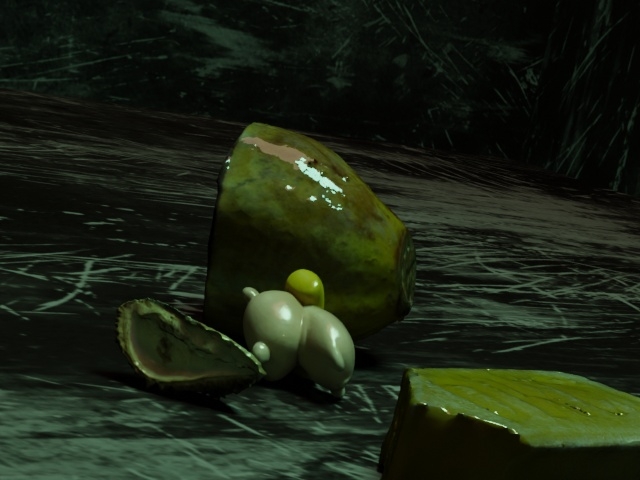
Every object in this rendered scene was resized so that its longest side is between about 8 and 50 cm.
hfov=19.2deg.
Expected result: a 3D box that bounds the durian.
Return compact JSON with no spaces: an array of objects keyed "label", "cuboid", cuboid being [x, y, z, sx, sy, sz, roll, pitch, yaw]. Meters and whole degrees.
[{"label":"durian","cuboid":[-0.100,0.087,1.445,0.130,0.066,0.052,25,12,16]}]

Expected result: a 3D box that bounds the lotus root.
[{"label":"lotus root","cuboid":[0.000,0.000,1.707,0.180,0.199,0.188,10,14,13]}]

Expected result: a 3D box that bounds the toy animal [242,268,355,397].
[{"label":"toy animal","cuboid":[-0.026,0.088,1.553,0.082,0.091,0.114,-11,49,-26]}]

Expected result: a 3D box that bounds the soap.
[{"label":"soap","cuboid":[0.140,0.146,1.349,0.257,0.080,0.160,5,11,-44]}]
